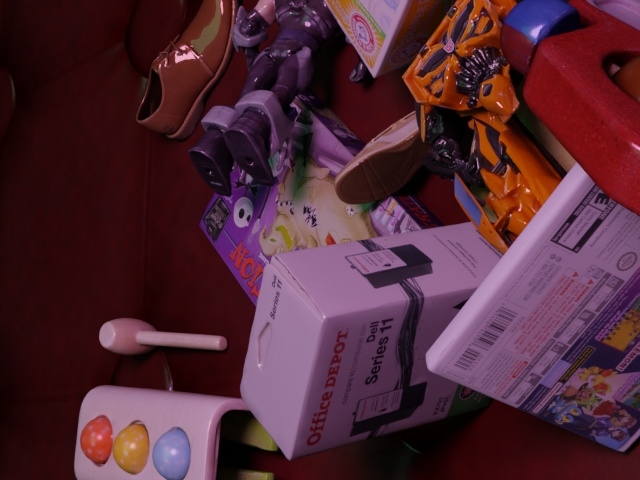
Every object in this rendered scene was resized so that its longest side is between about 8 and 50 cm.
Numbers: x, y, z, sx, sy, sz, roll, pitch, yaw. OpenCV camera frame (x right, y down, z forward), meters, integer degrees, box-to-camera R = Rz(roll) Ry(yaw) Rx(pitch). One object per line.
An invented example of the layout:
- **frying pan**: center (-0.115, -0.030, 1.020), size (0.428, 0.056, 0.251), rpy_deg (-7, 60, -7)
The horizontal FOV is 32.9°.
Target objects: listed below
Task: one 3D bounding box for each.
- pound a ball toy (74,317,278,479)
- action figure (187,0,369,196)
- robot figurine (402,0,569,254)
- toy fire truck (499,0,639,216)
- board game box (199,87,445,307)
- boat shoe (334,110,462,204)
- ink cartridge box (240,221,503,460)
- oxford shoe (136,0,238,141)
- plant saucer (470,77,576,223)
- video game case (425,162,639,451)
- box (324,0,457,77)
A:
- **pound a ball toy**: center (-0.178, 0.191, 1.214), size (0.319, 0.136, 0.208), rpy_deg (-3, 80, 50)
- **action figure**: center (-0.034, -0.183, 1.117), size (0.185, 0.099, 0.285), rpy_deg (5, 56, 40)
- **robot figurine**: center (0.167, -0.098, 0.855), size (0.211, 0.085, 0.291), rpy_deg (-54, 46, 26)
- **toy fire truck**: center (0.243, -0.077, 0.649), size (0.254, 0.302, 0.169), rpy_deg (37, 129, 29)
- **board game box**: center (0.000, 0.000, 1.120), size (0.347, 0.056, 0.208), rpy_deg (50, 123, 43)
- **boat shoe**: center (0.069, -0.082, 1.024), size (0.135, 0.050, 0.045), rpy_deg (-31, 31, -4)
- **ink cartridge box**: center (0.053, 0.079, 0.887), size (0.087, 0.208, 0.153), rpy_deg (48, 137, 43)
- **oxford shoe**: center (-0.164, -0.225, 1.338), size (0.076, 0.076, 0.212), rpy_deg (43, 113, 47)
- **plant saucer**: center (0.222, -0.067, 0.879), size (0.241, 0.037, 0.240), rpy_deg (-13, 73, 48)
- **video game case**: center (0.204, 0.050, 0.768), size (0.201, 0.183, 0.023), rpy_deg (-56, 21, 26)
- **box**: center (0.081, -0.249, 0.933), size (0.114, 0.103, 0.203), rpy_deg (59, 160, 14)
